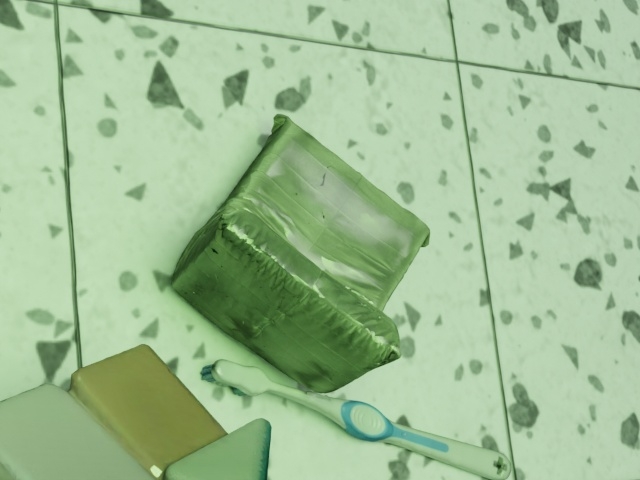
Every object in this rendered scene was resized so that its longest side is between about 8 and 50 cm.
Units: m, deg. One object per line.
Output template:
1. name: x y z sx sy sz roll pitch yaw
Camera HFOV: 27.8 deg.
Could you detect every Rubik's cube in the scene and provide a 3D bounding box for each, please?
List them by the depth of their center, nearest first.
1. Rubik's cube: -0.183 0.294 0.915 0.358 0.368 0.387 -22 88 -55

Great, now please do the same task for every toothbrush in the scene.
1. toothbrush: 0.052 0.183 1.297 0.386 0.040 0.040 22 65 -29

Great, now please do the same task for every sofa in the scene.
1. sofa: 0.000 0.000 1.213 0.210 0.176 0.225 39 58 -6
